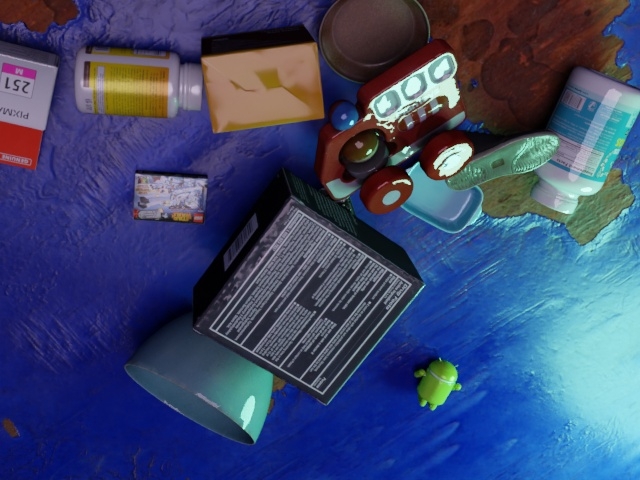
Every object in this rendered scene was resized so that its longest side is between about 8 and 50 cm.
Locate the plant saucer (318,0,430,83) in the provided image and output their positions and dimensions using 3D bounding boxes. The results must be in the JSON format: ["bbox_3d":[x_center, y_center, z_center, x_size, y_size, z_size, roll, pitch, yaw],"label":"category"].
[{"bbox_3d":[0.096,-0.373,1.552,0.199,0.036,0.198,-1,134,-1],"label":"plant saucer"}]

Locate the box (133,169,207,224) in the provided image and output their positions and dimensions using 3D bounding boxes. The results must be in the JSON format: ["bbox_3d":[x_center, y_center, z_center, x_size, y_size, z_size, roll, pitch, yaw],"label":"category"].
[{"bbox_3d":[-0.286,-0.082,1.649,0.137,0.027,0.094,4,111,-10],"label":"box"}]

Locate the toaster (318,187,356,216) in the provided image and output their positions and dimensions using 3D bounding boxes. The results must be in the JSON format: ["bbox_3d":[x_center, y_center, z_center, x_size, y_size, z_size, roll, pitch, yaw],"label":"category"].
[{"bbox_3d":[0.000,0.000,1.681,0.168,0.110,0.185,-19,114,1],"label":"toaster"}]

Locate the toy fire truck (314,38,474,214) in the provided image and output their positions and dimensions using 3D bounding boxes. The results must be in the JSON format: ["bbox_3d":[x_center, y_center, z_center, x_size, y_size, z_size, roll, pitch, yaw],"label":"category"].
[{"bbox_3d":[0.117,-0.201,1.522,0.302,0.169,0.254,-31,147,3],"label":"toy fire truck"}]

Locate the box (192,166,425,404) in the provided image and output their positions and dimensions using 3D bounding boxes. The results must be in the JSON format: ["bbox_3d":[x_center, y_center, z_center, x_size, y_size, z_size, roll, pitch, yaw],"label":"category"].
[{"bbox_3d":[-0.030,0.083,1.551,0.294,0.183,0.296,34,103,-18],"label":"box"}]

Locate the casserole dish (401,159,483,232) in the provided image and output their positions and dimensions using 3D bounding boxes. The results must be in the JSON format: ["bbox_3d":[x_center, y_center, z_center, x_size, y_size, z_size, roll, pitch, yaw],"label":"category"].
[{"bbox_3d":[0.233,-0.092,1.717,0.188,0.037,0.114,27,107,-17],"label":"casserole dish"}]

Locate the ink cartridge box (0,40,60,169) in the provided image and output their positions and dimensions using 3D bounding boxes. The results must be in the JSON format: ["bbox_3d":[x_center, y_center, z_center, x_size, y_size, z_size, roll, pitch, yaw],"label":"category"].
[{"bbox_3d":[-0.605,-0.234,1.470,0.275,0.060,0.239,11,122,-19],"label":"ink cartridge box"}]

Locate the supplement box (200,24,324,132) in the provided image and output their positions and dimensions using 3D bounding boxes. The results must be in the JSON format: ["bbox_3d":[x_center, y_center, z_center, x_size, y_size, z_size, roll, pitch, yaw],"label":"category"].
[{"bbox_3d":[-0.103,-0.285,1.498,0.191,0.194,0.129,-9,113,-5],"label":"supplement box"}]

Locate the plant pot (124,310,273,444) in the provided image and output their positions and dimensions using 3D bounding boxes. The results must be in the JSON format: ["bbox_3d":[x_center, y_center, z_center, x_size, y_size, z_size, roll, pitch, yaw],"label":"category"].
[{"bbox_3d":[-0.205,0.240,1.689,0.290,0.290,0.195,40,66,-21],"label":"plant pot"}]

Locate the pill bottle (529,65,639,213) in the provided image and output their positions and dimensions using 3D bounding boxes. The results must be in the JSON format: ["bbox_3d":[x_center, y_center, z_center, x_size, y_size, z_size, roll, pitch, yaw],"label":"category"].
[{"bbox_3d":[0.498,-0.188,1.656,0.146,0.146,0.264,16,110,-15],"label":"pill bottle"}]

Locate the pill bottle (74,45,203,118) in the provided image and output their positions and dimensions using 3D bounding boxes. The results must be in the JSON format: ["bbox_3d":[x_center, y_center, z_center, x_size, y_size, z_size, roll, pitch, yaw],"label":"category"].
[{"bbox_3d":[-0.315,-0.275,1.514,0.215,0.117,0.117,3,112,-9],"label":"pill bottle"}]

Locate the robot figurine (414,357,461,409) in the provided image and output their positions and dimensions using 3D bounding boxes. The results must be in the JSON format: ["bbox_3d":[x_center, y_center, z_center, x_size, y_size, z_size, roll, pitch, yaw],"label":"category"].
[{"bbox_3d":[0.253,0.308,1.873,0.101,0.067,0.115,22,108,-8],"label":"robot figurine"}]

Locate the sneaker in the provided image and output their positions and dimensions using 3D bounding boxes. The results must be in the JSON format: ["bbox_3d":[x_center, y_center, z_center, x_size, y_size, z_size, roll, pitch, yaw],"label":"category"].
[{"bbox_3d":[0.330,-0.181,1.634,0.222,0.118,0.083,-17,131,7],"label":"sneaker"}]
